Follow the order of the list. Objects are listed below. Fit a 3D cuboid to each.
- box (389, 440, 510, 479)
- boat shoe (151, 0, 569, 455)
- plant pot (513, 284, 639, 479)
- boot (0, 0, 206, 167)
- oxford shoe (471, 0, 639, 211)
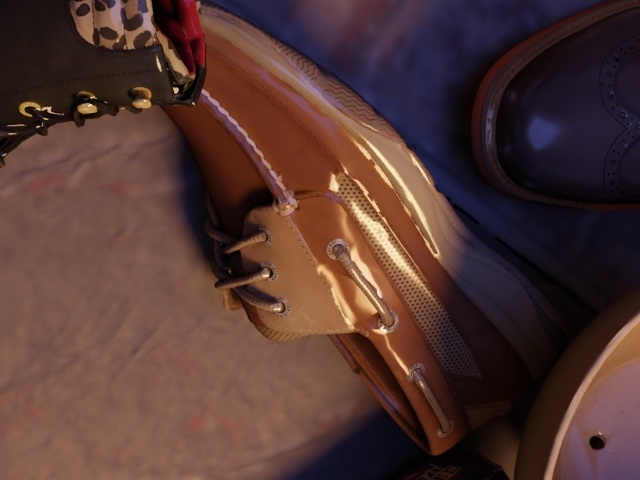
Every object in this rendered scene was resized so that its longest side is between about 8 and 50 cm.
[{"bbox_3d":[0.038,0.318,0.764,0.295,0.073,0.293,-34,110,-15],"label":"box"},{"bbox_3d":[0.000,0.000,0.671,0.324,0.123,0.116,43,82,-22],"label":"boat shoe"},{"bbox_3d":[0.224,0.136,0.701,0.284,0.191,0.284,0,92,-9],"label":"plant pot"},{"bbox_3d":[-0.143,-0.046,0.572,0.179,0.085,0.236,-2,97,14],"label":"boot"},{"bbox_3d":[0.263,-0.085,0.764,0.364,0.133,0.130,-10,103,-22],"label":"oxford shoe"}]
